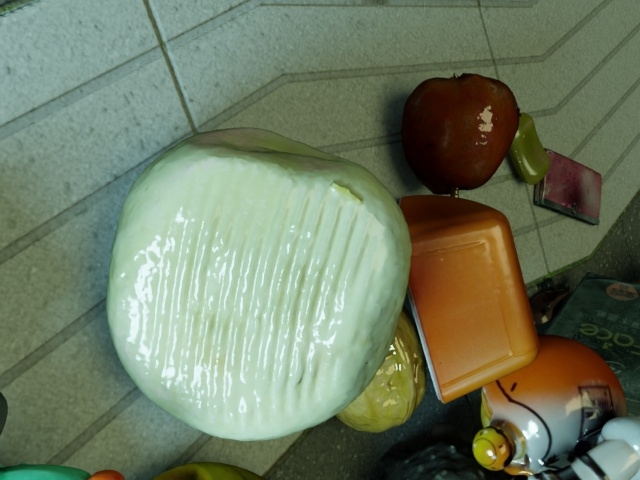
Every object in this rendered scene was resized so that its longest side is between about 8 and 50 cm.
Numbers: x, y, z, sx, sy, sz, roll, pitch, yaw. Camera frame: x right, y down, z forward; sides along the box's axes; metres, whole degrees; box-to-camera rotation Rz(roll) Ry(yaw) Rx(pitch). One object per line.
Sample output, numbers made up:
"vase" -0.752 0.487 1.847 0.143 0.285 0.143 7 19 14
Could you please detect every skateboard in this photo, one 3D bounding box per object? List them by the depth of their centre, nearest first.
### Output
"skateboard" 0.446 0.129 1.325 0.151 0.067 0.080 -25 113 -42

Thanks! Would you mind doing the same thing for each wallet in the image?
"wallet" 0.524 -0.110 1.417 0.232 0.025 0.119 12 80 -40

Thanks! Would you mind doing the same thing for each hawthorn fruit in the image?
"hawthorn fruit" 0.214 -0.159 1.064 0.185 0.185 0.202 8 86 -39

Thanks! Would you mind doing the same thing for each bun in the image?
"bun" -0.066 0.041 0.789 0.361 0.213 0.361 0 99 3

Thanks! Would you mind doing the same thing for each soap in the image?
"soap" 0.395 -0.175 1.298 0.089 0.045 0.140 -45 114 -35

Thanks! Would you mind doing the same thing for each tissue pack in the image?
"tissue pack" 0.542 0.199 1.245 0.315 0.228 0.103 -40 132 -38

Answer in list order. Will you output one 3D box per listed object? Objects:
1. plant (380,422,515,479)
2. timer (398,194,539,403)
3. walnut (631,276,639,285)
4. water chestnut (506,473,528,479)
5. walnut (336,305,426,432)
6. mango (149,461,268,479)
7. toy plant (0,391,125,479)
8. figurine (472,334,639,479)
"plant" 0.195 0.380 1.014 0.178 0.204 0.234 53 13 -7
"timer" 0.191 0.064 1.009 0.161 0.250 0.257 -18 102 -2
"walnut" 0.818 0.205 1.453 0.383 0.383 0.384 2 87 -40
"water chestnut" 0.436 0.446 1.144 0.300 0.300 0.300 2 87 -40
"walnut" 0.068 0.167 0.940 0.159 0.159 0.207 -22 110 -38
"mango" -0.104 0.394 0.789 0.365 0.182 0.253 27 69 -48
"toy plant" -0.351 0.218 0.578 0.279 0.185 0.400 -40 122 -20
"figurine" 0.358 0.256 0.987 0.320 0.323 0.196 4 110 -24
